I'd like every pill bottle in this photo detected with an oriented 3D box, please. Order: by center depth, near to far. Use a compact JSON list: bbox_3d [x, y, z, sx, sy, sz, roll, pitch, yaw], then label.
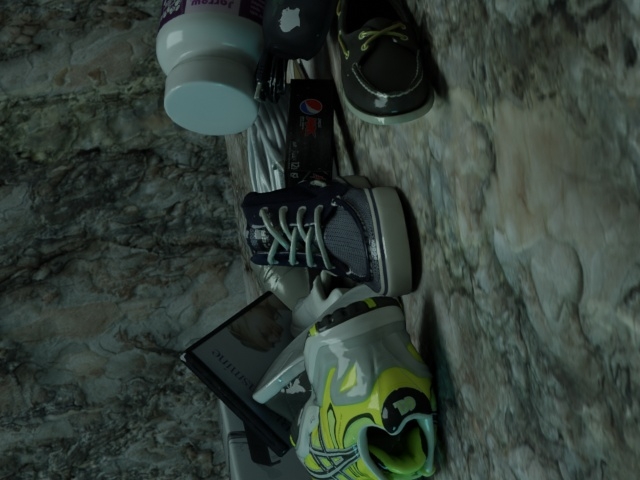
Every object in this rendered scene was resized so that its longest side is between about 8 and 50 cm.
[{"bbox_3d":[-0.131,-0.299,2.172,0.169,0.169,0.301,95,180,-60],"label":"pill bottle"}]

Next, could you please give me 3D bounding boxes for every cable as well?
[{"bbox_3d":[-0.042,-0.097,2.239,0.257,0.089,0.257,92,164,-55],"label":"cable"}]

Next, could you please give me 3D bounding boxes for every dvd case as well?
[{"bbox_3d":[-0.060,0.168,2.106,0.180,0.022,0.253,44,-152,6],"label":"dvd case"}]

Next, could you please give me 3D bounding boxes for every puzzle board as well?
[{"bbox_3d":[-0.021,-0.196,2.319,0.128,0.011,0.096,-110,13,-60],"label":"puzzle board"}]

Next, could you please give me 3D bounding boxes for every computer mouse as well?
[{"bbox_3d":[-0.040,-0.272,1.966,0.272,0.072,0.188,175,110,-79],"label":"computer mouse"}]

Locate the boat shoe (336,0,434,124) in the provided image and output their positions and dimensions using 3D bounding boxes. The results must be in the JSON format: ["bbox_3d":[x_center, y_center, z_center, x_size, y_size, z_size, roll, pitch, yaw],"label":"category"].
[{"bbox_3d":[0.053,-0.177,1.508,0.227,0.081,0.068,-107,7,-61],"label":"boat shoe"}]

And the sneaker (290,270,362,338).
[{"bbox_3d":[0.019,0.082,2.105,0.232,0.090,0.115,-160,69,-72],"label":"sneaker"}]

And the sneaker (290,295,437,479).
[{"bbox_3d":[0.053,0.220,1.750,0.384,0.145,0.147,82,165,-56],"label":"sneaker"}]

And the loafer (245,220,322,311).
[{"bbox_3d":[-0.053,0.050,2.355,0.112,0.111,0.319,-53,25,16],"label":"loafer"}]

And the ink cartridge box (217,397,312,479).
[{"bbox_3d":[-0.025,0.304,2.190,0.114,0.197,0.273,92,167,-47],"label":"ink cartridge box"}]

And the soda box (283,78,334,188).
[{"bbox_3d":[-0.013,-0.128,2.026,0.053,0.060,0.169,90,-178,-48],"label":"soda box"}]

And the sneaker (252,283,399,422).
[{"bbox_3d":[0.048,0.156,1.930,0.296,0.147,0.104,-42,14,49],"label":"sneaker"}]

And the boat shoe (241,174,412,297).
[{"bbox_3d":[0.000,0.000,1.812,0.340,0.158,0.127,-143,45,-80],"label":"boat shoe"}]
